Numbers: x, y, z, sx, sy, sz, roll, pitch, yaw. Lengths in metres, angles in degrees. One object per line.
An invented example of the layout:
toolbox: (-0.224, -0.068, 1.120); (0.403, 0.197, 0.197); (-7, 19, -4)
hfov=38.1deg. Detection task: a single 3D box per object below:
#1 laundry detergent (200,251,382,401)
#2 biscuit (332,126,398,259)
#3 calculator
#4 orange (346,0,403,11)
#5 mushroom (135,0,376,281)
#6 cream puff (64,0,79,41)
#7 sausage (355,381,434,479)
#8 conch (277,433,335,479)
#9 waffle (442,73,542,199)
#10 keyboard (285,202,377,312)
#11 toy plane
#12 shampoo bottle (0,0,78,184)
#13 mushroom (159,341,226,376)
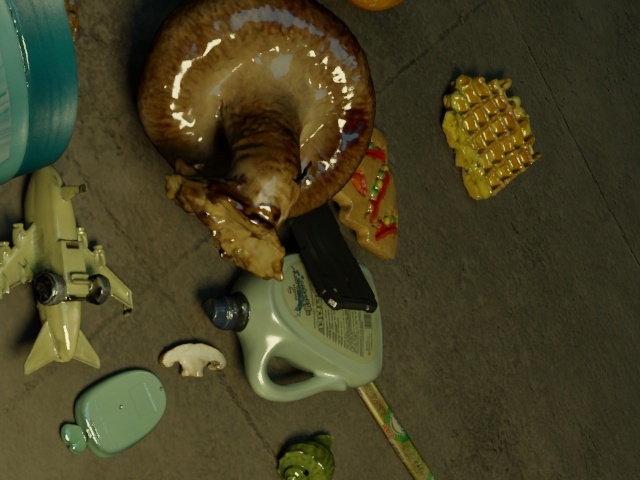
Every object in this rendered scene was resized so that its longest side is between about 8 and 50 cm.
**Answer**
laundry detergent: (-0.043, 0.123, 1.336); (0.281, 0.105, 0.214); (2, 77, -41)
biscuit: (0.077, -0.076, 1.494); (0.212, 0.041, 0.238); (-44, 116, -53)
calculator: (-0.263, 0.223, 1.190); (0.153, 0.021, 0.095); (-28, 100, -43)
orange: (0.093, -0.463, 1.513); (0.155, 0.178, 0.177); (30, 64, -32)
mushroom: (-0.083, -0.176, 1.221); (0.331, 0.356, 0.334); (43, 91, -8)
cream puff: (-0.369, -0.288, 1.133); (0.165, 0.115, 0.150); (33, 58, -30)
sausage: (0.115, 0.302, 1.484); (0.033, 0.033, 0.269); (-44, 110, -36)
conch: (-0.016, 0.331, 1.361); (0.121, 0.074, 0.089); (-33, 136, -56)
waffle: (0.315, -0.218, 1.732); (0.229, 0.057, 0.219); (-37, 106, -39)
keyboard: (0.000, 0.000, 1.366); (0.106, 0.016, 0.262); (9, 42, -40)
toy plane: (-0.323, 0.031, 1.132); (0.242, 0.104, 0.256); (3, 86, -54)
shampoo bottle: (-0.471, -0.173, 0.888); (0.343, 0.331, 0.331); (-26, 99, -38)
mushroom: (-0.176, 0.164, 1.276); (0.101, 0.019, 0.049); (11, 74, -36)
